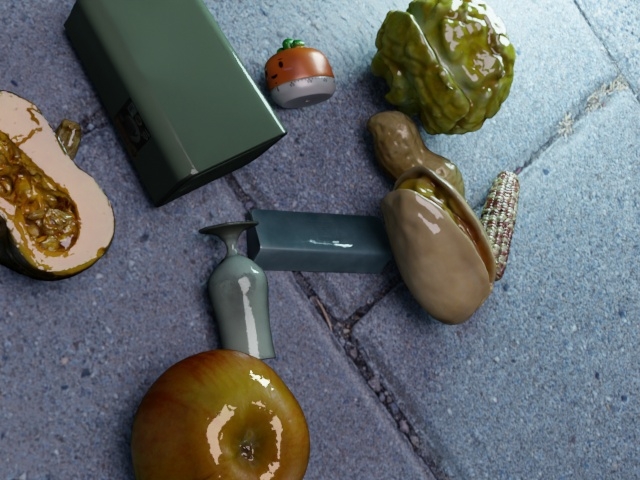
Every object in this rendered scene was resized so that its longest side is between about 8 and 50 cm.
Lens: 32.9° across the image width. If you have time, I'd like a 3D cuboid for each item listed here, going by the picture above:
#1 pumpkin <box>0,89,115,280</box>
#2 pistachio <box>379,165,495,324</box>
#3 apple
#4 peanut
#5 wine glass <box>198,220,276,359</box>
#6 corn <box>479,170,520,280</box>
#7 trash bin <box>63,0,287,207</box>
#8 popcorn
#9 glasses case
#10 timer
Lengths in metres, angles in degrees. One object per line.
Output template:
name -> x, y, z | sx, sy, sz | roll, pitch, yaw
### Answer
pumpkin -> -0.440, -0.092, 1.643 | 0.317, 0.139, 0.222 | 48, 62, -9
pistachio -> 0.208, 0.015, 1.945 | 0.187, 0.187, 0.299 | -40, 112, -31
apple -> -0.152, 0.308, 1.644 | 0.286, 0.233, 0.286 | 7, 75, -29
peanut -> 0.183, -0.135, 2.027 | 0.263, 0.117, 0.101 | 48, 24, -8
wine glass -> -0.134, 0.088, 1.792 | 0.103, 0.103, 0.231 | -7, 84, -31
corn -> 0.344, -0.028, 2.114 | 0.079, 0.079, 0.237 | 31, 61, -19
trash bin -> -0.249, -0.258, 1.790 | 0.223, 0.158, 0.343 | -30, 87, -33
popcorn -> 0.235, -0.327, 2.027 | 0.282, 0.247, 0.282 | 6, 74, -23
glasses case -> 0.000, 0.000, 1.917 | 0.266, 0.056, 0.105 | 2, 77, -29
timer -> -0.040, -0.306, 1.950 | 0.136, 0.099, 0.136 | 12, 72, -40
